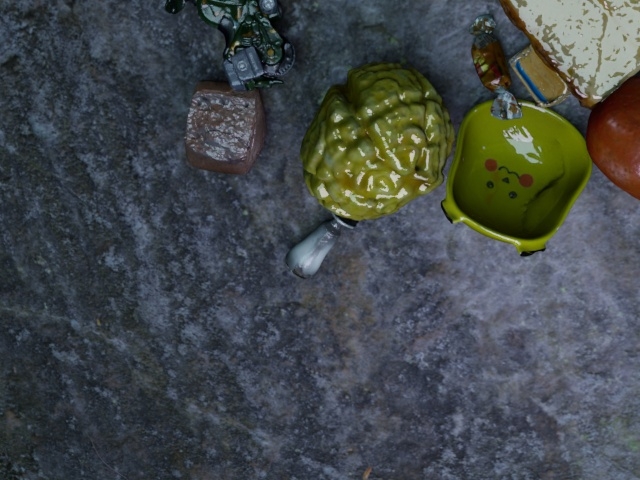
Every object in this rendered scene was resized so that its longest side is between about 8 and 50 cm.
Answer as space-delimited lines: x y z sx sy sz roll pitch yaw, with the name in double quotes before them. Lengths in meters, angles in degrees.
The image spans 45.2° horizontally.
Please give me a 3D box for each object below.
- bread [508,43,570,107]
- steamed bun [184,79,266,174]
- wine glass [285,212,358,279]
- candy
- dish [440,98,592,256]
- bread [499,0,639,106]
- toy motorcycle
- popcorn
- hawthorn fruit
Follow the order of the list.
"bread" 0.360 -0.268 1.236 0.072 0.053 0.106 -37 84 31
"steamed bun" -0.175 -0.205 1.414 0.145 0.106 0.175 13 114 12
"wine glass" 0.000 0.000 1.471 0.072 0.072 0.155 40 118 -2
"candy" 0.278 -0.279 1.244 0.053 0.046 0.182 -23 81 38
"dish" 0.311 -0.094 1.265 0.221 0.262 0.108 24 160 9
"bread" 0.369 -0.372 1.073 0.207 0.279 0.279 -39 95 30
"toy motorcycle" -0.159 -0.379 1.314 0.187 0.125 0.274 -22 92 6
"popcorn" 0.088 -0.166 1.268 0.224 0.258 0.270 22 80 -24
"hawthorn fruit" 0.497 -0.170 1.188 0.225 0.196 0.196 36 122 27
